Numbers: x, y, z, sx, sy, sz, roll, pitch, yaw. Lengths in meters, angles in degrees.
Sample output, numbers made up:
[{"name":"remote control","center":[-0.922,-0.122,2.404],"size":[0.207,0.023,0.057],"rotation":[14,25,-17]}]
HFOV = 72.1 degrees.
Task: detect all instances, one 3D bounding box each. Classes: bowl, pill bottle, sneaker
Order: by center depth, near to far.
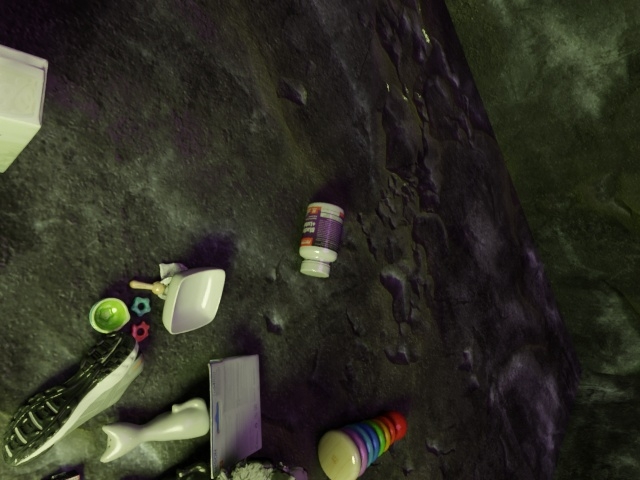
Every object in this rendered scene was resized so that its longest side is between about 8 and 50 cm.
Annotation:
[{"name":"sneaker","center":[-0.434,0.295,0.801],"size":[0.271,0.100,0.108],"rotation":[-43,146,-28]},{"name":"bowl","center":[-0.280,0.121,0.954],"size":[0.142,0.053,0.141],"rotation":[-7,117,-60]},{"name":"pill bottle","center":[0.000,0.000,1.225],"size":[0.108,0.108,0.193],"rotation":[23,70,-39]}]

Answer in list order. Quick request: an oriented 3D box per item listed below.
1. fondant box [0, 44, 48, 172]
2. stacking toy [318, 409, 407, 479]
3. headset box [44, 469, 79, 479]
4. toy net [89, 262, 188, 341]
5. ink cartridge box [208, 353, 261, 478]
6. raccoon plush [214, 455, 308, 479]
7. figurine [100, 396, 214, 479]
[{"name":"fondant box","center":[-0.539,-0.187,0.589],"size":[0.238,0.330,0.096],"rotation":[8,80,-42]},{"name":"stacking toy","center":[0.146,0.589,1.300],"size":[0.330,0.141,0.141],"rotation":[2,84,-49]},{"name":"headset box","center":[-0.469,0.462,0.791],"size":[0.062,0.032,0.083],"rotation":[-1,88,-43]},{"name":"toy net","center":[-0.357,0.131,0.921],"size":[0.232,0.045,0.122],"rotation":[-37,110,-39]},{"name":"ink cartridge box","center":[-0.199,0.370,0.964],"size":[0.224,0.045,0.223],"rotation":[30,54,-69]},{"name":"raccoon plush","center":[-0.204,0.600,0.881],"size":[0.447,0.299,0.216],"rotation":[-16,61,-24]},{"name":"figurine","center":[-0.333,0.445,0.889],"size":[0.210,0.092,0.214],"rotation":[-2,86,-39]}]
